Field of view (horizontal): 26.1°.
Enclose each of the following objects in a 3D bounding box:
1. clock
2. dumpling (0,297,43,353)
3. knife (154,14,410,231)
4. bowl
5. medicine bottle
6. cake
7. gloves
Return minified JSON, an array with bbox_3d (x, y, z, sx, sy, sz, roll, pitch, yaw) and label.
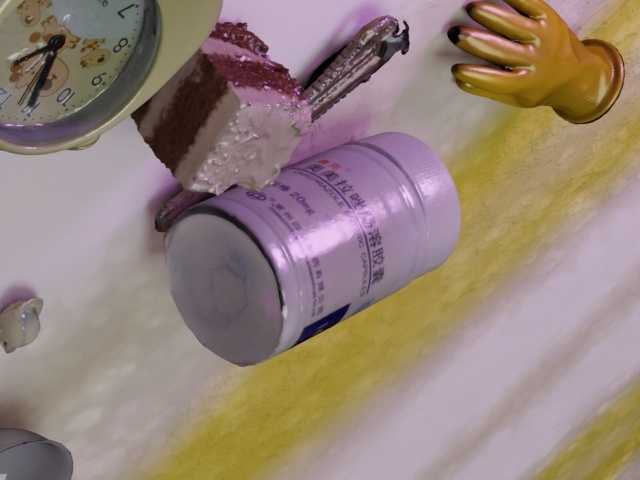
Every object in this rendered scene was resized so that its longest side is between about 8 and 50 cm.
[{"bbox_3d":[-0.244,-0.177,1.210,0.308,0.096,0.235,-45,151,1],"label":"clock"},{"bbox_3d":[-0.322,0.088,1.500,0.059,0.043,0.077,-38,138,-45],"label":"dumpling"},{"bbox_3d":[-0.048,-0.133,1.560,0.365,0.043,0.089,-40,150,-4],"label":"knife"},{"bbox_3d":[-0.390,0.275,1.603,0.189,0.086,0.189,-32,147,-24],"label":"bowl"},{"bbox_3d":[0.000,0.000,1.601,0.332,0.190,0.190,-26,146,-43],"label":"medicine bottle"},{"bbox_3d":[-0.100,-0.135,1.386,0.135,0.147,0.134,3,125,-50],"label":"cake"},{"bbox_3d":[0.264,-0.240,1.771,0.294,0.116,0.133,13,90,-46],"label":"gloves"}]
